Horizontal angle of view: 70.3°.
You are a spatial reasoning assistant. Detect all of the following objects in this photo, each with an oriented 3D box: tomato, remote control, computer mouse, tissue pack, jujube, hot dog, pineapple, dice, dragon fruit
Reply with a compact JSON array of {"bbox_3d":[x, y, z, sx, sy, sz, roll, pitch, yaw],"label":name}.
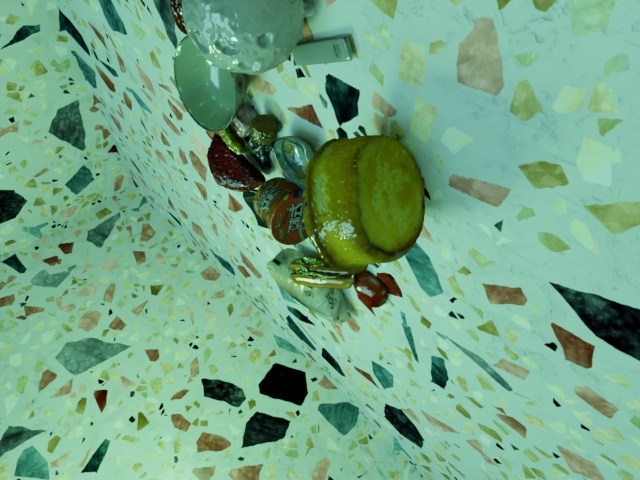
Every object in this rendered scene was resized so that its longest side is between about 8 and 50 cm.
[{"bbox_3d":[0.196,0.214,1.930,0.174,0.082,0.166,38,152,20],"label":"tomato"},{"bbox_3d":[0.001,-0.545,1.311,0.260,0.029,0.067,21,142,49],"label":"remote control"},{"bbox_3d":[-0.264,-0.155,2.177,0.146,0.088,0.264,4,130,35],"label":"computer mouse"},{"bbox_3d":[-0.051,0.225,2.236,0.390,0.195,0.376,24,156,43],"label":"tissue pack"},{"bbox_3d":[-0.476,-0.817,1.622,0.176,0.109,0.112,118,144,-65],"label":"jujube"},{"bbox_3d":[-0.003,0.135,1.960,0.337,0.135,0.100,3,154,32],"label":"hot dog"},{"bbox_3d":[-0.227,-0.397,1.788,0.237,0.111,0.119,117,137,-68],"label":"pineapple"},{"bbox_3d":[-0.301,-0.474,1.807,0.093,0.091,0.094,52,155,-2],"label":"dice"},{"bbox_3d":[-0.277,-0.394,1.931,0.222,0.042,0.072,58,155,-16],"label":"remote control"},{"bbox_3d":[-0.371,-0.295,2.006,0.317,0.152,0.205,47,-169,18],"label":"dragon fruit"}]

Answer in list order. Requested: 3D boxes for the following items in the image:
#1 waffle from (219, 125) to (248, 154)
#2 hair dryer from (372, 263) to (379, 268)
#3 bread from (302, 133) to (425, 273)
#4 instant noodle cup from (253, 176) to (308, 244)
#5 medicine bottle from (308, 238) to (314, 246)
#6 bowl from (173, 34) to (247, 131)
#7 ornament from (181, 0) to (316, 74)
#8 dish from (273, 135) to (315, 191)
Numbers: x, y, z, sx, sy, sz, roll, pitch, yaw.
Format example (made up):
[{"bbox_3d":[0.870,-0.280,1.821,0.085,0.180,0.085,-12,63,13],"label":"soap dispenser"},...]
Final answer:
[{"bbox_3d":[-0.388,-0.477,1.879,0.243,0.058,0.238,54,-167,-61],"label":"waffle"},{"bbox_3d":[0.137,0.023,1.810,0.248,0.078,0.196,33,150,12],"label":"hair dryer"},{"bbox_3d":[0.129,-0.101,1.293,0.215,0.398,0.398,-5,122,46],"label":"bread"},{"bbox_3d":[-0.141,-0.135,1.856,0.192,0.250,0.251,40,154,42],"label":"instant noodle cup"},{"bbox_3d":[0.000,0.000,1.964,0.140,0.079,0.079,45,154,12],"label":"medicine bottle"},{"bbox_3d":[-0.373,-0.585,1.670,0.337,0.157,0.338,23,130,31],"label":"bowl"},{"bbox_3d":[-0.214,-0.621,1.231,0.337,0.337,0.337,38,151,25],"label":"ornament"},{"bbox_3d":[-0.067,-0.296,1.675,0.236,0.086,0.228,-1,126,58],"label":"dish"}]
